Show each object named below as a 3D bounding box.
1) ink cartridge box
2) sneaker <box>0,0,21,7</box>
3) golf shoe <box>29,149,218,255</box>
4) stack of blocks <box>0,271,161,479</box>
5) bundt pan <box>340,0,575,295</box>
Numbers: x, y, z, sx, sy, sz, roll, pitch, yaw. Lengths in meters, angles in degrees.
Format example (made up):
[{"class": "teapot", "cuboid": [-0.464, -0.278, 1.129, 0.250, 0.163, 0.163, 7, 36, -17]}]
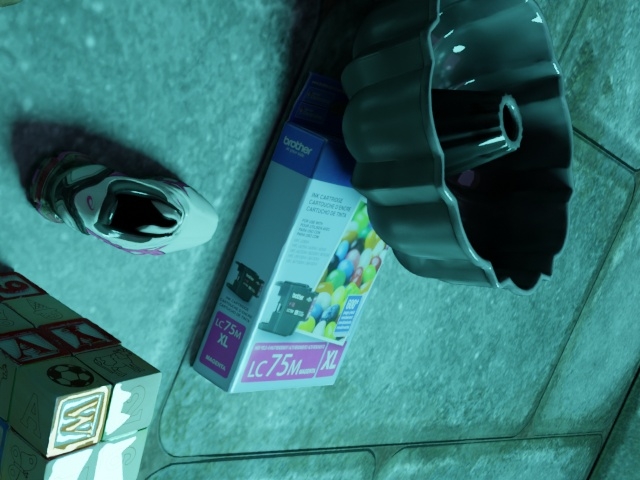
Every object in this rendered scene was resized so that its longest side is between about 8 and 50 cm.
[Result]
[{"class": "ink cartridge box", "cuboid": [0.000, 0.000, 1.022, 0.185, 0.065, 0.311, 7, 105, -56]}, {"class": "sneaker", "cuboid": [-0.256, -0.148, 0.578, 0.188, 0.066, 0.071, 0, 129, -48]}, {"class": "golf shoe", "cuboid": [-0.135, -0.016, 0.800, 0.186, 0.086, 0.068, 12, 101, -57]}, {"class": "stack of blocks", "cuboid": [-0.230, 0.194, 0.738, 0.087, 0.171, 0.297, -8, 119, -52]}, {"class": "bundt pan", "cuboid": [0.130, -0.106, 0.991, 0.330, 0.124, 0.331, 14, 73, -53]}]
